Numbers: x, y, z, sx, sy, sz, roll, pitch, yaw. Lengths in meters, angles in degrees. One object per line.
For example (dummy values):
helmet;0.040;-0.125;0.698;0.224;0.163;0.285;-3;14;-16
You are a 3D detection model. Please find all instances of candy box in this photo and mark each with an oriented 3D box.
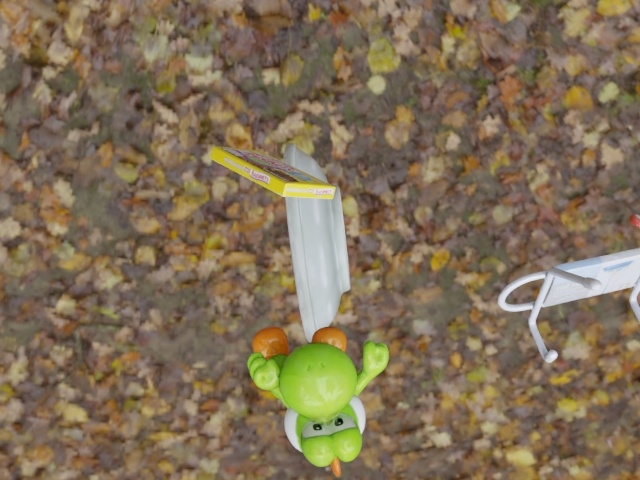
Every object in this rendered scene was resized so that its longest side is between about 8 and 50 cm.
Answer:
candy box;-0.080;-0.111;1.532;0.105;0.206;0.027;4;108;-43

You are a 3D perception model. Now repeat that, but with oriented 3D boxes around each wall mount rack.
wall mount rack;0.483;0.079;1.548;0.350;0.130;0.304;-12;149;-9

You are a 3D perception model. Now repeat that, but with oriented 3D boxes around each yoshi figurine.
yoshi figurine;-0.007;0.202;1.437;0.203;0.362;0.203;42;94;-16

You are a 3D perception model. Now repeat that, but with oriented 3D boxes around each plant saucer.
plant saucer;0.000;0.000;1.885;0.101;0.400;0.400;-7;126;3

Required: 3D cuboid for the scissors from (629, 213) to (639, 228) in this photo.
scissors;0.756;0.020;1.914;0.297;0.109;0.021;21;113;-17
